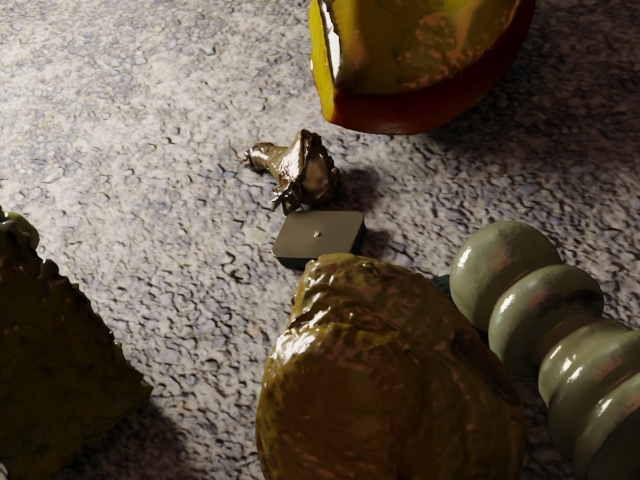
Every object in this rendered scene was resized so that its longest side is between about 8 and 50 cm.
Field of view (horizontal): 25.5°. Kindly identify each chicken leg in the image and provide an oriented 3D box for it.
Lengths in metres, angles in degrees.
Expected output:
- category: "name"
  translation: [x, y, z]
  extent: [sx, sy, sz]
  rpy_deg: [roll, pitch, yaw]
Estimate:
- category: "chicken leg"
  translation: [-0.043, -0.111, 2.097]
  extent: [0.125, 0.080, 0.196]
  rpy_deg: [-40, 41, 5]

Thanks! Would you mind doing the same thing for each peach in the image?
- category: "peach"
  translation: [0.135, -0.299, 2.074]
  extent: [0.380, 0.242, 0.306]
  rpy_deg: [-31, 64, -19]

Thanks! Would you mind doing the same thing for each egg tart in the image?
- category: "egg tart"
  translation: [0.060, 0.210, 1.556]
  extent: [0.339, 0.153, 0.351]
  rpy_deg: [30, 107, 18]

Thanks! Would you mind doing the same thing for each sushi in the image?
- category: "sushi"
  translation: [-0.436, 0.099, 1.859]
  extent: [0.240, 0.396, 0.351]
  rpy_deg: [-39, 38, -9]

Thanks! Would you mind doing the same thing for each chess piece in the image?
- category: "chess piece"
  translation: [0.269, 0.110, 1.579]
  extent: [0.182, 0.182, 0.330]
  rpy_deg: [-34, 52, -7]

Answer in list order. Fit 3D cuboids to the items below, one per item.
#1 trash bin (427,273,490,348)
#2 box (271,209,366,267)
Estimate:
- category: "trash bin"
  translation: [0.117, 0.126, 1.729]
  extent: [0.161, 0.175, 0.175]
  rpy_deg: [-23, 41, -12]
- category: "box"
  translation: [0.000, 0.000, 1.996]
  extent: [0.126, 0.031, 0.091]
  rpy_deg: [1, 49, 27]
